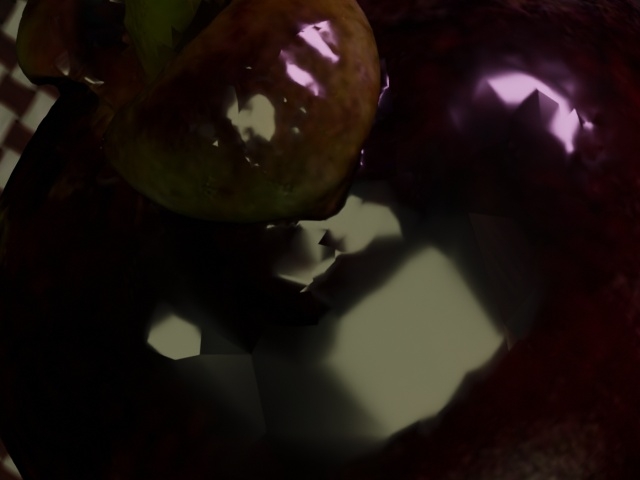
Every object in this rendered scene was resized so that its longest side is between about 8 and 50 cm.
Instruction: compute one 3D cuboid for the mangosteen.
[{"bbox_3d":[0.010,0.014,0.680,0.297,0.293,0.297,-3,78,15],"label":"mangosteen"}]
